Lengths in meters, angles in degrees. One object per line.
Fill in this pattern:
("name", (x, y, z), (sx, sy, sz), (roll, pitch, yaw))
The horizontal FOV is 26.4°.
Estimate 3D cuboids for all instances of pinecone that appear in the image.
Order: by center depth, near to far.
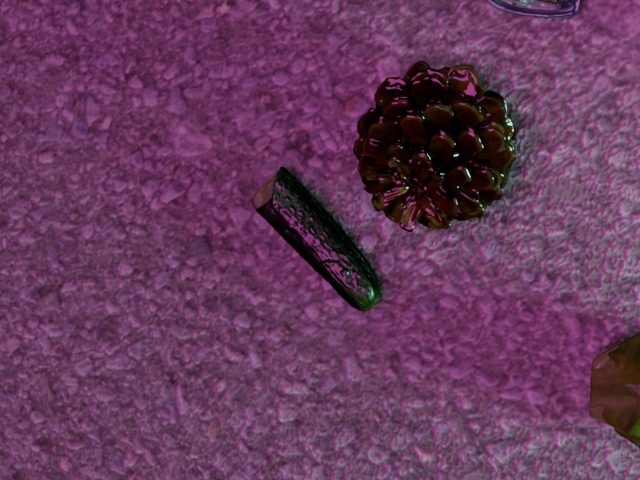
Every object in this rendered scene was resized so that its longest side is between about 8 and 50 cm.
("pinecone", (0.148, -0.108, 1.764), (0.221, 0.221, 0.221), (3, 97, 23))

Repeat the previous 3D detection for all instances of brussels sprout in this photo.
("brussels sprout", (0.428, 0.188, 1.716), (0.180, 0.144, 0.161), (14, 137, 9))

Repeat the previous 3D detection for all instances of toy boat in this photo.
("toy boat", (0.267, -0.320, 1.762), (0.140, 0.066, 0.059), (13, 105, 22))

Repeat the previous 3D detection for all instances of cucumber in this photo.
("cucumber", (-0.001, 0.001, 1.912), (0.241, 0.074, 0.074), (47, 111, 10))
